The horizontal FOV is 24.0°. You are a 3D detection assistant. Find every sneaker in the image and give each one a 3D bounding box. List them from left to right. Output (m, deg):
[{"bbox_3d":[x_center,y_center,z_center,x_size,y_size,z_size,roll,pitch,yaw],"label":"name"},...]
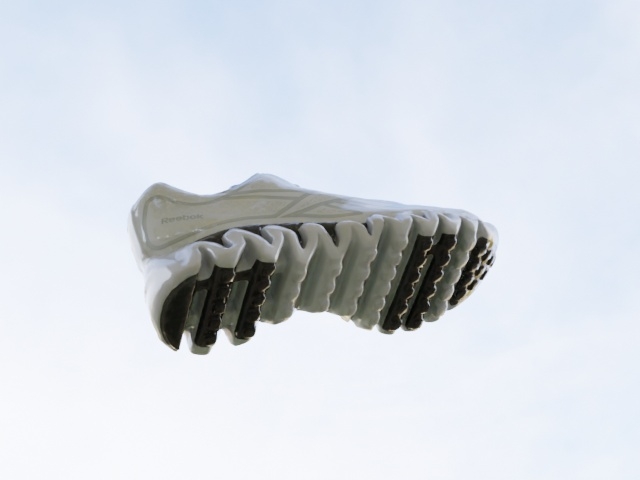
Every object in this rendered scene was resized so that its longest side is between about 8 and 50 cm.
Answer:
[{"bbox_3d":[0.000,0.000,1.069,0.292,0.118,0.110,-1,-50,-33],"label":"sneaker"}]
